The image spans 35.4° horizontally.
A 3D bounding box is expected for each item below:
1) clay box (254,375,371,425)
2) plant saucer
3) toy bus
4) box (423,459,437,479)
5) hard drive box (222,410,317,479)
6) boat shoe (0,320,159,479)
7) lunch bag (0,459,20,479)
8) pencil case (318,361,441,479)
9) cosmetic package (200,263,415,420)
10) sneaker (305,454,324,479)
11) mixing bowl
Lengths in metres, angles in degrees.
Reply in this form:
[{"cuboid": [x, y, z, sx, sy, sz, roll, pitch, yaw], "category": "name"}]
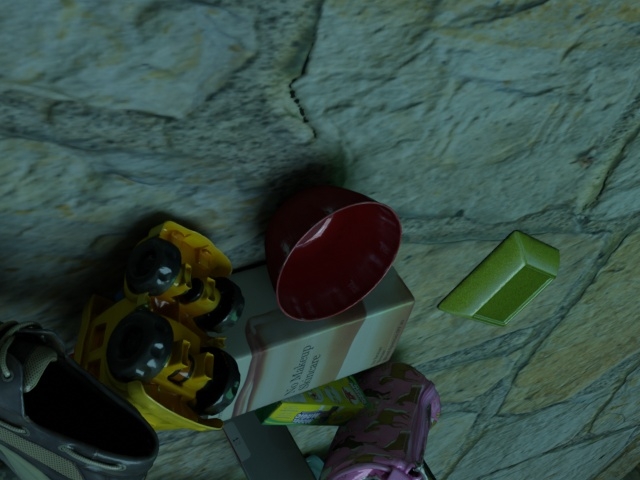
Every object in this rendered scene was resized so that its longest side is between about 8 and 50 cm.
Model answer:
[{"cuboid": [-0.028, 0.207, 1.463, 0.053, 0.127, 0.222, -47, 146, 20], "category": "clay box"}, {"cuboid": [0.316, 0.080, 1.696, 0.188, 0.045, 0.188, -46, 147, 18], "category": "plant saucer"}, {"cuboid": [-0.209, 0.113, 1.145, 0.211, 0.220, 0.149, -17, 146, 31], "category": "toy bus"}, {"cuboid": [0.139, 0.516, 2.012, 0.165, 0.143, 0.270, -37, 149, 6], "category": "box"}, {"cuboid": [-0.069, 0.373, 1.596, 0.089, 0.181, 0.232, -27, 147, -11], "category": "hard drive box"}, {"cuboid": [-0.303, 0.128, 0.975, 0.355, 0.132, 0.130, 38, 123, -20], "category": "boat shoe"}, {"cuboid": [-0.457, 0.356, 1.190, 0.235, 0.169, 0.287, -5, 168, -41], "category": "lunch bag"}, {"cuboid": [0.097, 0.323, 1.547, 0.386, 0.167, 0.160, -59, 153, -72], "category": "pencil case"}, {"cuboid": [-0.041, 0.116, 1.329, 0.296, 0.129, 0.153, -16, 145, -27], "category": "cosmetic package"}, {"cuboid": [-0.051, 0.468, 1.816, 0.365, 0.150, 0.135, 3, 159, -18], "category": "sneaker"}, {"cuboid": [0.000, 0.000, 1.232, 0.181, 0.098, 0.181, -23, 139, -22], "category": "mixing bowl"}]
